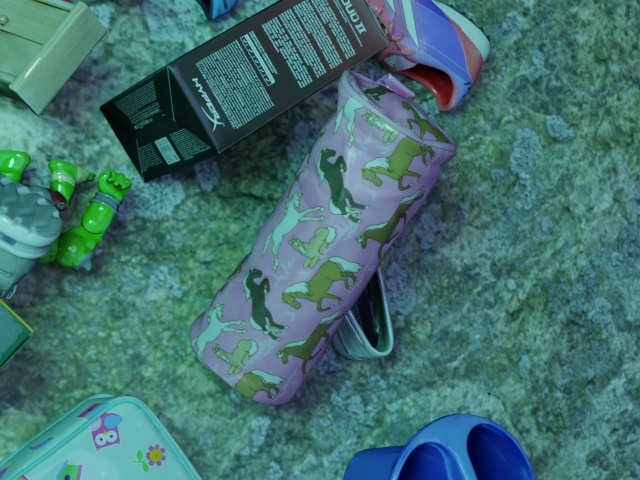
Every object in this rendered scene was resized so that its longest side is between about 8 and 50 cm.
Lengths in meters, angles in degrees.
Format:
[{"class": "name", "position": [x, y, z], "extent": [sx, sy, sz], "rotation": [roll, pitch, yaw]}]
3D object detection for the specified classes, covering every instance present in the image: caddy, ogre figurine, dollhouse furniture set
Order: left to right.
[{"class": "dollhouse furniture set", "position": [-0.367, -0.298, 0.993], "extent": [0.303, 0.173, 0.355], "rotation": [-56, 144, -16]}, {"class": "ogre figurine", "position": [-0.314, -0.032, 1.158], "extent": [0.197, 0.097, 0.118], "rotation": [16, 70, -34]}, {"class": "caddy", "position": [0.171, 0.389, 1.356], "extent": [0.241, 0.179, 0.341], "rotation": [-13, 92, -30]}]

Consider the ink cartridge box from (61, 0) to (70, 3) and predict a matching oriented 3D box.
[{"class": "ink cartridge box", "position": [-0.454, -0.366, 1.113], "extent": [0.308, 0.091, 0.385], "rotation": [-29, 99, -30]}]

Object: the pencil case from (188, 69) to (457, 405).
[{"class": "pencil case", "position": [0.000, 0.000, 1.208], "extent": [0.160, 0.167, 0.386], "rotation": [8, 121, -49]}]

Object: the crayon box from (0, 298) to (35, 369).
[{"class": "crayon box", "position": [-0.439, 0.008, 1.015], "extent": [0.323, 0.203, 0.083], "rotation": [49, 64, -17]}]

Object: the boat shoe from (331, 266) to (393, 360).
[{"class": "boat shoe", "position": [0.041, 0.028, 1.370], "extent": [0.095, 0.084, 0.258], "rotation": [-23, 97, -30]}]

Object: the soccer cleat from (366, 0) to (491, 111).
[{"class": "soccer cleat", "position": [0.093, -0.296, 1.428], "extent": [0.318, 0.108, 0.116], "rotation": [31, 74, -27]}]

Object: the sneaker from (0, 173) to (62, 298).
[{"class": "sneaker", "position": [-0.401, -0.041, 1.065], "extent": [0.281, 0.115, 0.105], "rotation": [34, 23, 7]}]

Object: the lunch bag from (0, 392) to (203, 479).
[{"class": "lunch bag", "position": [-0.220, 0.320, 1.169], "extent": [0.224, 0.108, 0.279], "rotation": [-40, 107, -33]}]

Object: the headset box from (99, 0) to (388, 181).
[{"class": "headset box", "position": [-0.080, -0.197, 1.244], "extent": [0.293, 0.218, 0.110], "rotation": [-36, 103, -28]}]

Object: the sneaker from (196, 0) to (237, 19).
[{"class": "sneaker", "position": [-0.179, -0.358, 1.289], "extent": [0.209, 0.069, 0.082], "rotation": [46, 68, -19]}]
